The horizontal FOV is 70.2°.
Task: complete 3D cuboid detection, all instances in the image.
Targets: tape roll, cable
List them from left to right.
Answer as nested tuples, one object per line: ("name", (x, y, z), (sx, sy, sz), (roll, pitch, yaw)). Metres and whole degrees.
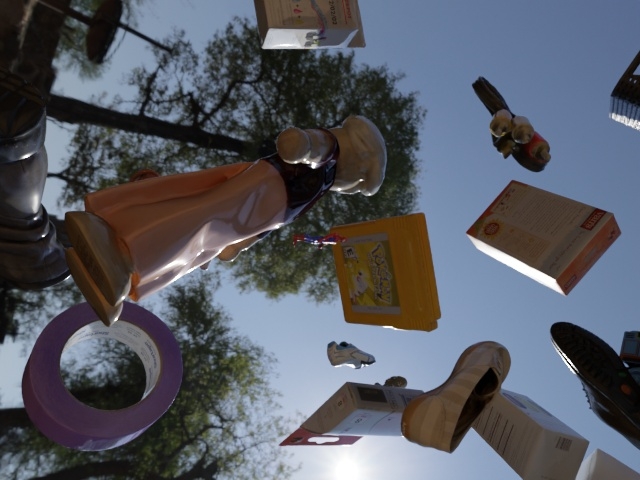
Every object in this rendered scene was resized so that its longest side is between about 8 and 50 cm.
("tape roll", (-0.419, 0.256, 0.893), (0.090, 0.274, 0.275), (-44, -131, 36))
("cable", (0.351, -0.224, 0.825), (0.072, 0.139, 0.287), (-54, -165, 42))

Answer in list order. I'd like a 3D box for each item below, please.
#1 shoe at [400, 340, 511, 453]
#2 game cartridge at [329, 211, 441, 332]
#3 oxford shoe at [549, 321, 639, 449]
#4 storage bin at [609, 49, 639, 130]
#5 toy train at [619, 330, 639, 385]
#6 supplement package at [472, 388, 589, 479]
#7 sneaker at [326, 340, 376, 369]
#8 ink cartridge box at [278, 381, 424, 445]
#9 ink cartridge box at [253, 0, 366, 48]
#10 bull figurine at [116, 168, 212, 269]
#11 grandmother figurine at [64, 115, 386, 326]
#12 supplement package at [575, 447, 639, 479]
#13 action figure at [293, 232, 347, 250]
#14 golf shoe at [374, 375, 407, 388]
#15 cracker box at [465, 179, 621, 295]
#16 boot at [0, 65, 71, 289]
("shoe", (0.185, 0.188, 0.556), (0.058, 0.218, 0.077), (2, -73, 48))
("game cartridge", (0.157, 0.086, 1.186), (0.323, 0.052, 0.286), (-8, -88, 55))
("oxford shoe", (0.443, 0.232, 0.720), (0.227, 0.082, 0.096), (58, -26, 33))
("storage bin", (0.494, -0.229, 0.653), (0.084, 0.180, 0.122), (37, -71, 25))
("toy train", (0.551, 0.197, 0.689), (0.184, 0.080, 0.105), (-12, -124, 65))
("supplement package", (0.521, 0.492, 1.162), (0.244, 0.138, 0.134), (-148, -102, -77))
("sneaker", (0.109, 0.382, 1.526), (0.085, 0.237, 0.086), (-29, -123, 28))
("ink cartridge box", (0.062, 0.344, 0.827), (0.232, 0.188, 0.066), (-54, -143, 27))
("ink cartridge box", (-0.007, -0.361, 0.708), (0.061, 0.181, 0.105), (159, -79, -70))
("bull figurine", (-0.405, -0.033, 1.166), (0.188, 0.311, 0.101), (-28, -150, -2))
("grandmother figurine", (-0.054, -0.047, 0.439), (0.207, 0.342, 0.104), (-27, -88, 53))
("supplement package", (0.663, 0.684, 1.093), (0.175, 0.177, 0.293), (30, -50, 21))
("action figure", (0.000, 0.000, 0.972), (0.038, 0.115, 0.030), (89, -3, -66))
("golf shoe", (0.258, 0.555, 1.670), (0.176, 0.069, 0.086), (-31, -78, 35))
("cracker box", (0.426, -0.014, 0.895), (0.156, 0.067, 0.232), (-48, -146, 0))
("boot", (-0.393, -0.102, 0.459), (0.338, 0.118, 0.223), (40, -43, 17))
